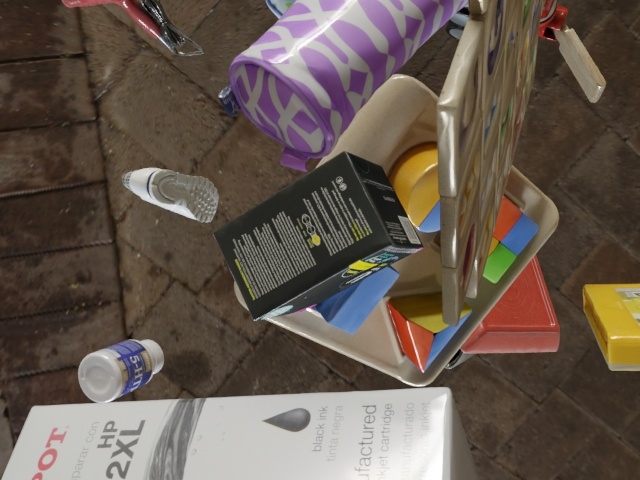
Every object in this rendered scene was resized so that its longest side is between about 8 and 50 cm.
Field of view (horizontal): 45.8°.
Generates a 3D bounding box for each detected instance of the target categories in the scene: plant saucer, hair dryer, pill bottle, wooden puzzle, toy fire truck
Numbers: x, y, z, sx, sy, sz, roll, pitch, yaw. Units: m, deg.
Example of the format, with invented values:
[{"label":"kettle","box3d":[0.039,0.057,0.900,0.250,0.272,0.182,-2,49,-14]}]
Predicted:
[{"label":"plant saucer","box3d":[0.354,0.089,1.481,0.259,0.048,0.259,4,61,-31]},{"label":"hair dryer","box3d":[-0.379,-0.460,1.499,0.294,0.080,0.223,17,143,5]},{"label":"pill bottle","box3d":[-0.437,0.283,1.691,0.112,0.187,0.112,3,99,23]},{"label":"wooden puzzle","box3d":[0.118,0.020,0.926,0.348,0.080,0.322,31,100,-36]},{"label":"toy fire truck","box3d":[0.300,-0.315,1.054,0.246,0.217,0.158,21,89,13]}]

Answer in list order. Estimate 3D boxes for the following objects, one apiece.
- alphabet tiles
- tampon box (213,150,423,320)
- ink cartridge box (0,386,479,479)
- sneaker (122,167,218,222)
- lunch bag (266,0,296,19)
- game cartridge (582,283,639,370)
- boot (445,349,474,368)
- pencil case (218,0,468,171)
[{"label":"alphabet tiles","box3d":[0.117,-0.133,0.456,0.011,0.342,0.285,11,145,18]},{"label":"tampon box","box3d":[0.000,0.000,0.766,0.161,0.120,0.101,-30,78,19]},{"label":"ink cartridge box","box3d":[-0.062,0.222,0.472,0.308,0.223,0.129,-6,136,17]},{"label":"sneaker","box3d":[-0.298,-0.098,1.555,0.095,0.235,0.090,6,78,29]},{"label":"lunch bag","box3d":[0.041,-0.333,1.051,0.219,0.090,0.176,42,109,9]},{"label":"game cartridge","box3d":[0.528,0.103,0.995,0.324,0.285,0.052,-4,99,13]},{"label":"boot","box3d":[0.360,0.190,1.706,0.209,0.076,0.189,1,111,-45]},{"label":"pencil case","box3d":[0.034,-0.137,0.491,0.206,0.086,0.088,-47,136,-18]}]
